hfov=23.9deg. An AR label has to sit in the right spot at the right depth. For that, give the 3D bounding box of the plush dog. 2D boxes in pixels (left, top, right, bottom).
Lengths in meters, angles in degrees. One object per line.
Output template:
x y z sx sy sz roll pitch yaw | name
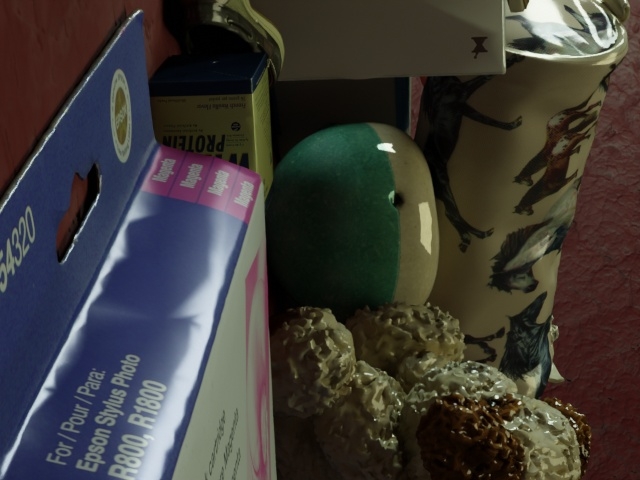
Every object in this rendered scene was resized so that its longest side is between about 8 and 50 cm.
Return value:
0.079 0.154 1.112 0.262 0.225 0.210 3 90 -59 | plush dog

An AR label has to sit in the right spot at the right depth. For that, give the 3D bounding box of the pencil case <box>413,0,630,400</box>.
0.163 -0.036 1.361 0.160 0.184 0.410 46 -43 46 | pencil case

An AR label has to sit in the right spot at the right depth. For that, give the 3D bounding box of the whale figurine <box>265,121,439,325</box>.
0.001 0.001 1.332 0.272 0.141 0.216 147 -61 -67 | whale figurine

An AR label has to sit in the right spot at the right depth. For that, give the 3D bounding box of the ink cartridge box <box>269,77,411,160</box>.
0.023 -0.233 1.460 0.223 0.129 0.307 81 9 -59 | ink cartridge box

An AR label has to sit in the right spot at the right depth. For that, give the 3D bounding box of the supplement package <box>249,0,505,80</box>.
0.030 -0.240 1.089 0.262 0.199 0.198 -78 166 -70 | supplement package

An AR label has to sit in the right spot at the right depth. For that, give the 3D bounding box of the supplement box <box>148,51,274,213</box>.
-0.059 -0.056 0.838 0.083 0.056 0.083 -77 165 -72 | supplement box

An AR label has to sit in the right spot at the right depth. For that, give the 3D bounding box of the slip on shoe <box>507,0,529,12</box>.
0.154 -0.236 1.113 0.051 0.041 0.135 -71 160 -78 | slip on shoe

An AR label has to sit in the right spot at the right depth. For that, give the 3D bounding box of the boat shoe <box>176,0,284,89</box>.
-0.059 -0.119 0.913 0.152 0.056 0.049 52 41 -67 | boat shoe

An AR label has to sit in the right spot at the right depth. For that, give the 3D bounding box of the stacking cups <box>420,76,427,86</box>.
0.131 -0.221 1.456 0.316 0.096 0.096 83 7 -67 | stacking cups

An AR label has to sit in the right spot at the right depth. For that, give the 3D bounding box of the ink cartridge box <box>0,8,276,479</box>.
-0.066 0.098 0.663 0.324 0.072 0.330 -80 170 -65 | ink cartridge box
